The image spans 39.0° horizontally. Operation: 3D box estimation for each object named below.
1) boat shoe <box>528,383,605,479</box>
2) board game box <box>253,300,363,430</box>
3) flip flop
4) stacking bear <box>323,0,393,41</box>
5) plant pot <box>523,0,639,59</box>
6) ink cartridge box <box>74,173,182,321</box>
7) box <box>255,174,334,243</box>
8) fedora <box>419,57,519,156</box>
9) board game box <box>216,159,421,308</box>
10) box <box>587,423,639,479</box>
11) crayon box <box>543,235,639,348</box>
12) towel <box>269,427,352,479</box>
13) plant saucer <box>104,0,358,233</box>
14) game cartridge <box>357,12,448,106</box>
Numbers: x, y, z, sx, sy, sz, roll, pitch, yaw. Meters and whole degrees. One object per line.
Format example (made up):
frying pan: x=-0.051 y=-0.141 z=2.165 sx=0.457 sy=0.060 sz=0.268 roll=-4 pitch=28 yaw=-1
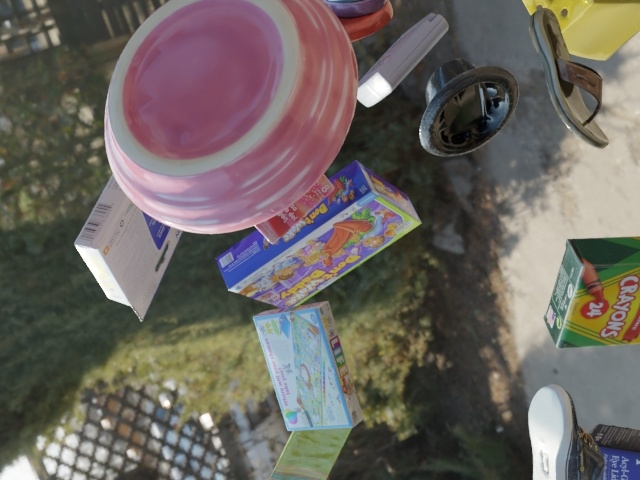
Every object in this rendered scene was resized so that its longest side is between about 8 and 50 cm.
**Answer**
boat shoe: x=0.320 y=0.256 z=1.166 sx=0.065 sy=0.083 sz=0.183 roll=34 pitch=134 yaw=54
board game box: x=-0.016 y=0.156 z=1.111 sx=0.103 sy=0.026 sz=0.154 roll=-11 pitch=98 yaw=36
flip flop: x=0.457 y=-0.295 z=1.613 sx=0.080 sy=0.112 sz=0.277 roll=-23 pitch=81 yaw=34
stacking bear: x=0.045 y=-0.544 z=1.685 sx=0.175 sy=0.164 sz=0.289 roll=-115 pitch=11 yaw=-49
plant pot: x=0.524 y=-0.494 z=1.789 sx=0.212 sy=0.187 sz=0.212 roll=-45 pitch=65 yaw=52
ink cartridge box: x=-0.396 y=-0.028 z=1.959 sx=0.307 sy=0.072 sz=0.303 roll=83 pitch=-157 yaw=-57
box: x=-0.135 y=-0.160 z=1.457 sx=0.300 sy=0.142 sz=0.154 roll=49 pitch=179 yaw=-27
fedora: x=0.392 y=-0.393 z=2.526 sx=0.334 sy=0.334 sz=0.152 roll=90 pitch=160 yaw=-55
board game box: x=0.000 y=0.000 z=1.796 sx=0.233 sy=0.347 sz=0.078 roll=25 pitch=-145 yaw=-57
box: x=0.515 y=0.381 z=1.381 sx=0.207 sy=0.108 sz=0.153 roll=3 pitch=98 yaw=29
crayon box: x=0.577 y=0.087 z=1.593 sx=0.081 sy=0.319 sz=0.202 roll=-102 pitch=12 yaw=-49
towel: x=-0.020 y=0.384 z=1.595 sx=0.021 sy=0.102 sz=0.237 roll=-103 pitch=30 yaw=-53
plant saucer: x=-0.122 y=-0.176 z=1.062 sx=0.332 sy=0.332 sz=0.084 roll=59 pitch=-172 yaw=27
game cartridge: x=0.152 y=-0.363 z=1.863 sx=0.060 sy=0.196 sz=0.294 roll=47 pitch=178 yaw=-7
